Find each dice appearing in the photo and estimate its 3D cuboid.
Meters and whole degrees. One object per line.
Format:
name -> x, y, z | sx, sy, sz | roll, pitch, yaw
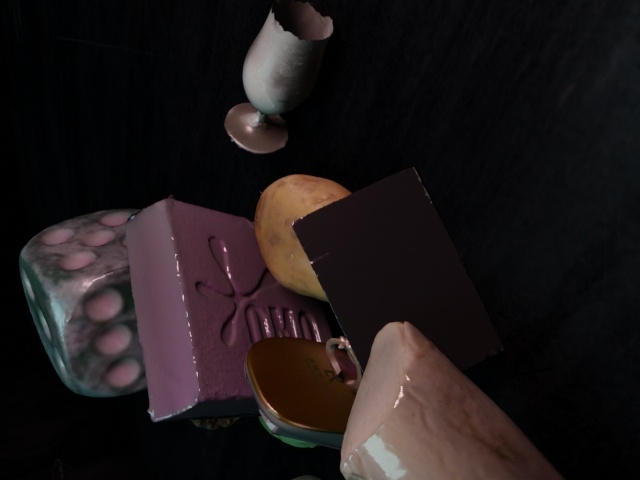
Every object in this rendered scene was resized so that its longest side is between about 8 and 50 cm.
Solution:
dice -> -0.476, 0.138, 1.594 | 0.348, 0.331, 0.327 | 30, 133, 46

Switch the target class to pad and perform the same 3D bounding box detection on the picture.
pad -> 0.089, 0.052, 0.799 | 0.004, 0.164, 0.242 | 96, 149, -82

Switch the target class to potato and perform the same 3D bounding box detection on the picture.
potato -> 0.001, -0.005, 0.926 | 0.235, 0.128, 0.161 | 11, 94, 48

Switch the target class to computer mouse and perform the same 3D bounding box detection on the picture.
computer mouse -> 0.035, 0.210, 0.893 | 0.072, 0.310, 0.158 | -48, 42, 16

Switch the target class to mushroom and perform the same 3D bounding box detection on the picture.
mushroom -> 0.177, 0.265, 0.691 | 0.407, 0.154, 0.137 | 44, 128, 9

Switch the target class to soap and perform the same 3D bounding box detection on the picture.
soap -> -0.119, 0.103, 0.972 | 0.107, 0.296, 0.285 | -31, 65, 30

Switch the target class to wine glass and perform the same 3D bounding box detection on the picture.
wine glass -> -0.055, -0.216, 0.923 | 0.103, 0.103, 0.222 | 59, 146, 18

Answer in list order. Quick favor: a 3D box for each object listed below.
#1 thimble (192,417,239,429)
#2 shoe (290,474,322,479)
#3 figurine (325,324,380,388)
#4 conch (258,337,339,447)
thimble -> -0.207, 0.265, 1.364 | 0.148, 0.196, 0.229 | 47, 142, 32
shoe -> 0.039, 0.601, 1.242 | 0.363, 0.132, 0.160 | 38, 137, 49
figurine -> 0.081, 0.126, 0.851 | 0.132, 0.154, 0.132 | 37, 138, 44
conch -> -0.011, 0.247, 1.139 | 0.250, 0.137, 0.143 | -60, 27, 31
